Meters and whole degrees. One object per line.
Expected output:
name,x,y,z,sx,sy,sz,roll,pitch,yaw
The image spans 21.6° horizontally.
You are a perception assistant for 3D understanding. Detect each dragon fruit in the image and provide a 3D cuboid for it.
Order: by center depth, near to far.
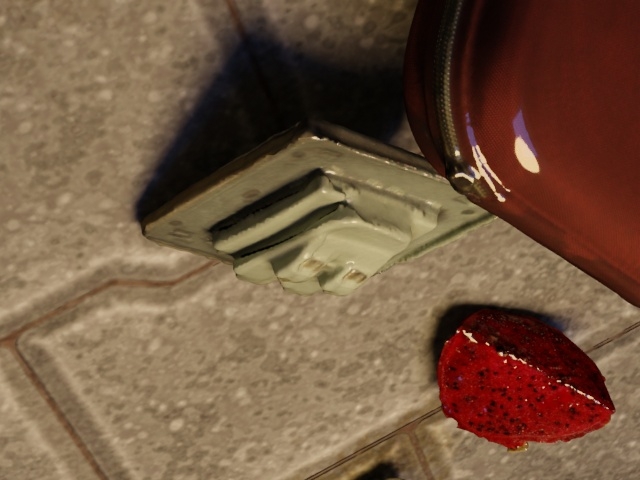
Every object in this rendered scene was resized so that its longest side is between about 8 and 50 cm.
dragon fruit,0.163,0.119,1.452,0.162,0.083,0.106,24,127,-14

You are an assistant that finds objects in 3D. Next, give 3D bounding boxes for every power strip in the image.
power strip,0.000,0.000,1.189,0.198,0.064,0.213,15,150,-36

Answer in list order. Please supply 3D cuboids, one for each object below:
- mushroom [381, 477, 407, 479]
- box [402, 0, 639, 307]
mushroom,0.064,0.357,1.579,0.159,0.122,0.328,-22,138,3
box,0.217,-0.101,1.184,0.404,0.108,0.263,28,74,-44
